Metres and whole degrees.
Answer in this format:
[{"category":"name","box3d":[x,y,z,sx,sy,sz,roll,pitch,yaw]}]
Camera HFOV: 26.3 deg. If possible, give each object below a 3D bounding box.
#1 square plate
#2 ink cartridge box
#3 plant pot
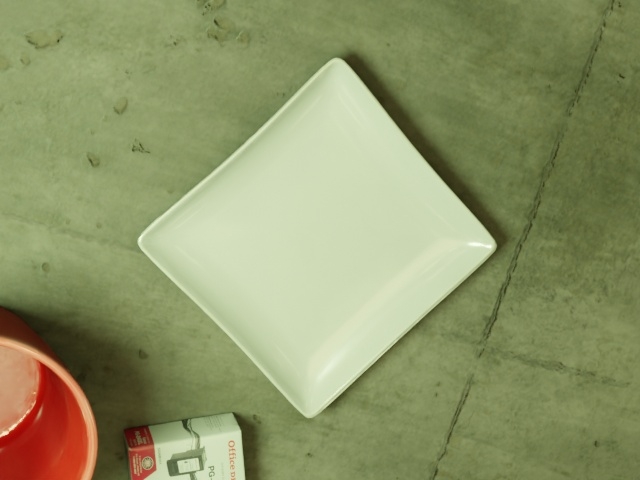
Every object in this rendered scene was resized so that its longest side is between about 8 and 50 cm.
[{"category":"square plate","box3d":[0.000,0.000,1.760,0.344,0.049,0.347,-42,111,0]},{"category":"ink cartridge box","box3d":[-0.175,0.295,1.785,0.150,0.063,0.109,-7,107,-13]},{"category":"plant pot","box3d":[-0.409,0.197,1.598,0.274,0.243,0.275,-4,107,-14]}]
